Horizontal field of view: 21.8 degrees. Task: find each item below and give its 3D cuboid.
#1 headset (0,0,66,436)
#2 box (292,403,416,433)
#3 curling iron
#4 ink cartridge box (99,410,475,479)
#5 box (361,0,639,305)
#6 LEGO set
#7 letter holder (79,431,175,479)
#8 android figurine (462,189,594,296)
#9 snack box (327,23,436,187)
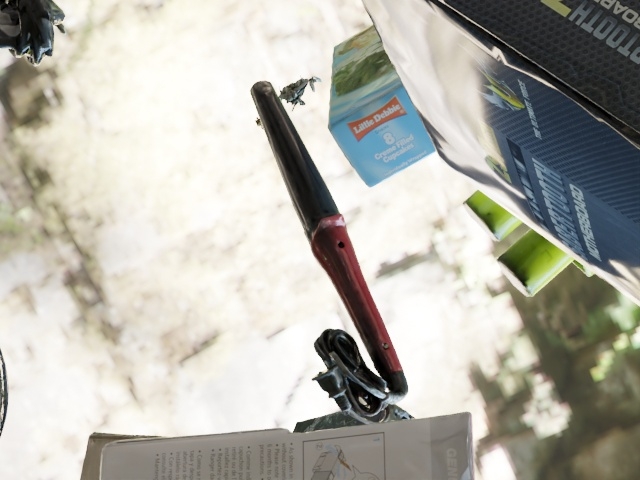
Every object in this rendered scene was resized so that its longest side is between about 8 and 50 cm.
[{"bbox_3d":[-0.254,0.033,0.786,0.394,0.243,0.185,-52,-139,6],"label":"headset"},{"bbox_3d":[0.027,0.259,1.684,0.158,0.093,0.156,-22,-142,50],"label":"box"},{"bbox_3d":[0.000,0.000,1.148,0.035,0.068,0.274,-36,-122,33],"label":"curling iron"},{"bbox_3d":[-0.017,0.268,1.055,0.261,0.066,0.296,-7,-113,16],"label":"ink cartridge box"},{"bbox_3d":[0.110,-0.048,0.685,0.183,0.232,0.059,39,-97,25],"label":"box"},{"bbox_3d":[-0.036,-0.148,1.721,0.083,0.023,0.054,-46,-154,-23],"label":"LEGO set"},{"bbox_3d":[-0.096,0.274,1.318,0.302,0.152,0.214,-12,-117,66],"label":"letter holder"},{"bbox_3d":[0.234,-0.082,1.291,0.273,0.248,0.056,-44,-131,-4],"label":"android figurine"},{"bbox_3d":[0.155,-0.166,1.152,0.322,0.060,0.187,-29,-161,13],"label":"snack box"}]
